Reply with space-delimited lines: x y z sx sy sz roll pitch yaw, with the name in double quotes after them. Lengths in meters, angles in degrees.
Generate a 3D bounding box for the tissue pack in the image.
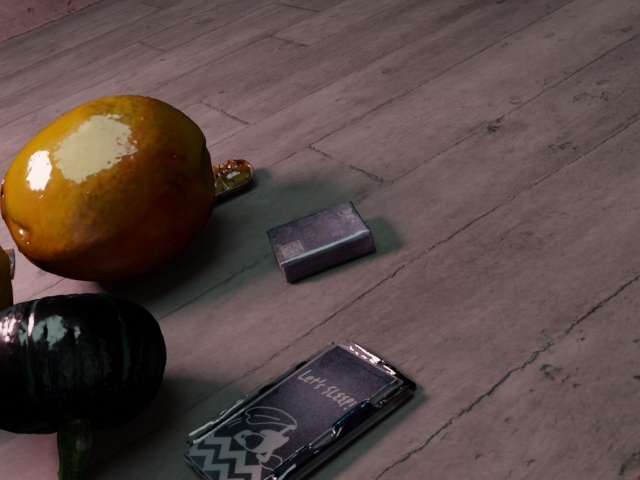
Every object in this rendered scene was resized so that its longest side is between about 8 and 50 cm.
0.000 0.000 1.264 0.156 0.051 0.112 -20 35 -6 "tissue pack"

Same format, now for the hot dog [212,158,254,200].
-0.223 -0.109 1.529 0.191 0.059 0.108 -25 37 -16 "hot dog"

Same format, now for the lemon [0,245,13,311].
-0.604 0.083 1.169 0.285 0.316 0.285 -13 33 8 "lemon"

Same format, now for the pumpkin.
-0.317 0.190 0.997 0.248 0.248 0.248 -12 33 8 "pumpkin"

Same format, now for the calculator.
-0.029 0.219 0.969 0.274 0.028 0.165 -31 32 -24 "calculator"

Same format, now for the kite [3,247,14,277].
-0.658 0.059 1.518 0.182 0.010 0.160 5 35 26 "kite"

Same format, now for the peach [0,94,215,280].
-0.366 -0.086 1.333 0.372 0.290 0.373 -4 64 8 "peach"
